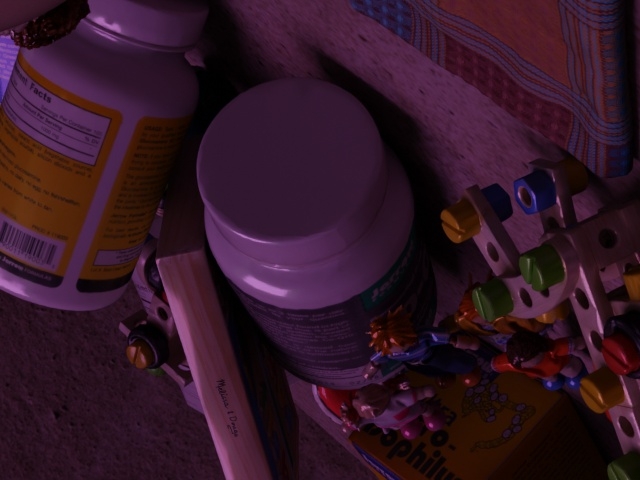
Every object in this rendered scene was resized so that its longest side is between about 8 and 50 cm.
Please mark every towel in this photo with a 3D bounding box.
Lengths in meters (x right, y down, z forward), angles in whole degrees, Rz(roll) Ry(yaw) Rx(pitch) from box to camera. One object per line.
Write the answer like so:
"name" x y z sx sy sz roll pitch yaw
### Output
"towel" 0.085 -0.194 0.996 0.271 0.040 0.370 39 167 26

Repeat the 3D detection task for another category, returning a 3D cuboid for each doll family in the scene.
"doll family" 0.129 0.104 1.541 0.163 0.263 0.118 32 -139 -58

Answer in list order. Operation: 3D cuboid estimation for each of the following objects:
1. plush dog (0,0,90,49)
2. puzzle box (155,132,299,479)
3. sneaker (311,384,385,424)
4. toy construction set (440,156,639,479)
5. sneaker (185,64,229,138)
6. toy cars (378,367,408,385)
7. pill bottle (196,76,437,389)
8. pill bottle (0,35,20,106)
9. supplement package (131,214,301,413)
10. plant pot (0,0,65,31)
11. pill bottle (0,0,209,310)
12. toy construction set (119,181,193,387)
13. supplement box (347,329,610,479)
"plush dog" -0.299 -0.278 1.341 0.262 0.211 0.225 38 -150 -50
"puzzle box" -0.092 0.118 1.707 0.272 0.052 0.408 -92 -11 -60
"sneaker" 0.115 0.255 2.336 0.279 0.107 0.118 33 162 -24
"toy construction set" 0.229 0.094 1.162 0.327 0.151 0.215 55 162 -14
"sneaker" -0.108 -0.117 1.824 0.110 0.107 0.275 22 168 23
"toy cars" 0.020 0.135 2.244 0.176 0.087 0.394 51 166 -32
"pill bottle" 0.000 0.000 1.552 0.204 0.204 0.361 39 168 23
"pill bottle" -0.306 -0.244 1.691 0.152 0.152 0.272 36 140 34
"supplement package" -0.146 0.075 2.165 0.292 0.178 0.175 68 164 -10
"plant pot" -0.216 -0.309 1.151 0.191 0.284 0.284 -8 136 33
"pill bottle" -0.236 -0.112 1.594 0.188 0.333 0.188 21 -159 -8
"toy construction set" -0.114 0.076 1.979 0.309 0.257 0.237 20 126 2
"supplement box" 0.223 0.304 1.894 0.194 0.195 0.356 31 163 44
